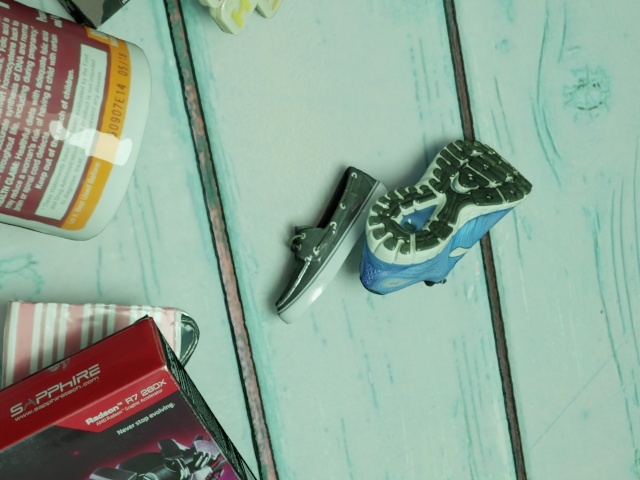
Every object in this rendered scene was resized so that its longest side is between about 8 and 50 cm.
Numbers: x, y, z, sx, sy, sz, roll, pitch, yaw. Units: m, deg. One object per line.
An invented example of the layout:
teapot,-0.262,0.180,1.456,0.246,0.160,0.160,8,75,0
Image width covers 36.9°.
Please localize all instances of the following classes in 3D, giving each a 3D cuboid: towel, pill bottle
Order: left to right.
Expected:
pill bottle,-0.388,-0.150,0.950,0.392,0.224,0.224,16,88,-28
towel,-0.257,0.141,1.081,0.197,0.029,0.144,4,90,-22

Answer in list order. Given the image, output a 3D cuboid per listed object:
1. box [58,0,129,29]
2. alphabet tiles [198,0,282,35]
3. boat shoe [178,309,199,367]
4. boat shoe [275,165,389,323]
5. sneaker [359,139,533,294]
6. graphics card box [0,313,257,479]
box,-0.267,-0.289,1.093,0.062,0.052,0.083,-45,114,-15
alphabet tiles,-0.061,-0.384,1.104,0.284,0.021,0.278,-64,161,-7
boat shoe,-0.241,0.176,1.143,0.254,0.079,0.095,-35,104,-21
boat shoe,0.000,0.000,1.256,0.076,0.080,0.228,37,81,-8
sneaker,0.162,-0.028,1.317,0.330,0.147,0.130,-28,65,-37
graphics card box,-0.206,0.281,1.076,0.232,0.094,0.371,-27,128,-4
